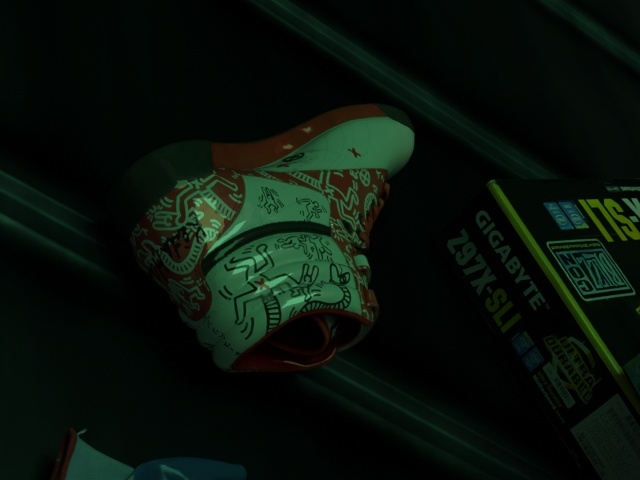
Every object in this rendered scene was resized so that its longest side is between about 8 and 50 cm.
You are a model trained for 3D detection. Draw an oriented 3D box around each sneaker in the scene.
[{"bbox_3d":[-0.001,0.001,0.878,0.270,0.090,0.145,-16,66,-51],"label":"sneaker"}]

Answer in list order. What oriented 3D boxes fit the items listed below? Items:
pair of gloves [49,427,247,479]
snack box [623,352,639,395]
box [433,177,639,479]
[{"bbox_3d":[-0.071,0.175,0.660,0.159,0.023,0.198,32,35,-23],"label":"pair of gloves"},{"bbox_3d":[0.283,0.119,0.969,0.141,0.037,0.100,4,50,-46],"label":"snack box"},{"bbox_3d":[0.264,0.070,1.111,0.322,0.079,0.257,-3,53,-50],"label":"box"}]
